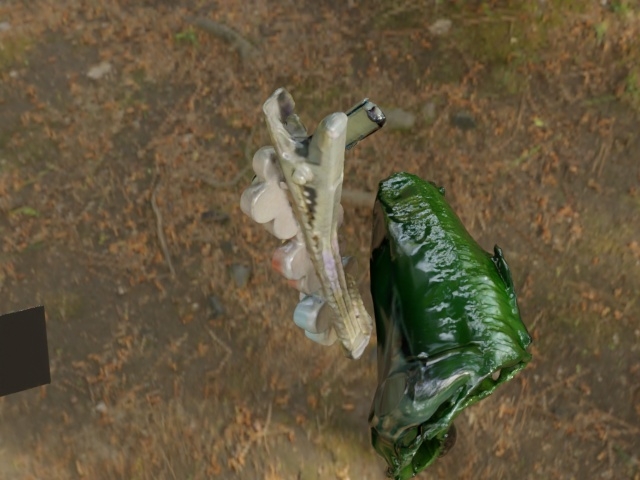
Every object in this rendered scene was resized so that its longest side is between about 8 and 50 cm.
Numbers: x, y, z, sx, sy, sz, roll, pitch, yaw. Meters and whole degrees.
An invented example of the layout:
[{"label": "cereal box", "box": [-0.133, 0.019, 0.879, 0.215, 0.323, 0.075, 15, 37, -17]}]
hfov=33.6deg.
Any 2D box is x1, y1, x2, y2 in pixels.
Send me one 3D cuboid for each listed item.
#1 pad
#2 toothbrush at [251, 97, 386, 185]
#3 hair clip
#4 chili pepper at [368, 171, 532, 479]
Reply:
[{"label": "pad", "box": [-0.519, 0.185, 1.546, 0.245, 0.170, 0.006, -14, 42, -24]}, {"label": "toothbrush", "box": [-0.010, -0.059, 0.746, 0.026, 0.294, 0.028, 43, 77, -8]}, {"label": "hair clip", "box": [-0.006, -0.003, 0.609, 0.056, 0.214, 0.062, 24, 58, 23]}, {"label": "chili pepper", "box": [0.055, 0.039, 0.588, 0.062, 0.108, 0.216, 25, 34, -19]}]
